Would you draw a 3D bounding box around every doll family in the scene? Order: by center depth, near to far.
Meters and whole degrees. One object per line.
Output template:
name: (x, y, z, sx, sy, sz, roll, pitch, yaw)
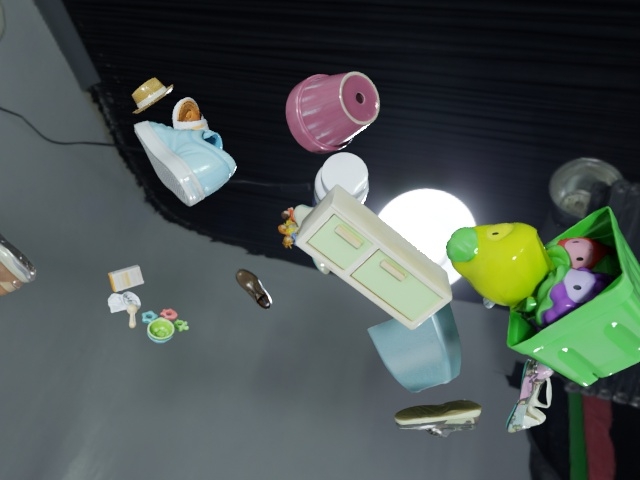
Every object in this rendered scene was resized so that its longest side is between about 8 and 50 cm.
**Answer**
doll family: (-0.087, -0.029, 2.042, 0.263, 0.163, 0.118, -123, -146, -43)

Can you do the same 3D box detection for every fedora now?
fedora: (-0.678, -0.582, 1.931, 0.079, 0.194, 0.194, 56, 32, -25)

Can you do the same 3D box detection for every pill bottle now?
pill bottle: (0.057, -0.143, 1.414, 0.264, 0.153, 0.153, 105, -3, -76)

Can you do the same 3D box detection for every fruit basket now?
fruit basket: (0.461, 0.059, 0.998, 0.283, 0.392, 0.392, -45, -167, 35)

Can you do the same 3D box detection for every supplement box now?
supplement box: (-0.657, 0.127, 1.649, 0.098, 0.036, 0.062, -18, 108, -31)

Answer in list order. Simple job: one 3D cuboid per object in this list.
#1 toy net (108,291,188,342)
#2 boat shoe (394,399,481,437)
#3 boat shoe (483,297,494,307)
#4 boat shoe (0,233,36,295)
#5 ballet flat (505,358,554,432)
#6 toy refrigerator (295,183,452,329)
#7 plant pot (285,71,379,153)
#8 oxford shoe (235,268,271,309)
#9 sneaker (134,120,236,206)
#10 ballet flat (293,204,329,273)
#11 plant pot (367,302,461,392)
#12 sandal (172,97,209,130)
toy net: (-0.478, 0.193, 1.337, 0.122, 0.232, 0.045, -41, 157, -48)
boat shoe: (0.285, 0.435, 1.167, 0.080, 0.223, 0.073, -176, -96, -72)
boat shoe: (0.677, 0.154, 1.919, 0.226, 0.076, 0.083, -61, 180, -20)
boat shoe: (-0.878, 0.004, 1.233, 0.116, 0.324, 0.123, -41, -175, -12)
ballet flat: (0.522, 0.400, 1.205, 0.077, 0.079, 0.221, -13, 119, -46)
toy refrigerator: (0.096, 0.034, 0.851, 0.102, 0.269, 0.094, -45, -164, 27)
plant pot: (0.042, -0.334, 1.231, 0.180, 0.201, 0.201, -5, -111, 54)
oxford shoe: (-0.286, 0.214, 2.145, 0.083, 0.227, 0.096, -42, -159, -5)
sneaker: (-0.299, -0.195, 1.100, 0.150, 0.366, 0.135, -30, 135, -19)
ballet flat: (0.000, 0.000, 1.446, 0.248, 0.086, 0.086, 62, 30, -30)
plant pot: (0.350, 0.375, 1.682, 0.248, 0.247, 0.252, 10, 58, -61)
sandal: (-0.355, -0.282, 1.413, 0.102, 0.076, 0.265, -48, 150, -43)
